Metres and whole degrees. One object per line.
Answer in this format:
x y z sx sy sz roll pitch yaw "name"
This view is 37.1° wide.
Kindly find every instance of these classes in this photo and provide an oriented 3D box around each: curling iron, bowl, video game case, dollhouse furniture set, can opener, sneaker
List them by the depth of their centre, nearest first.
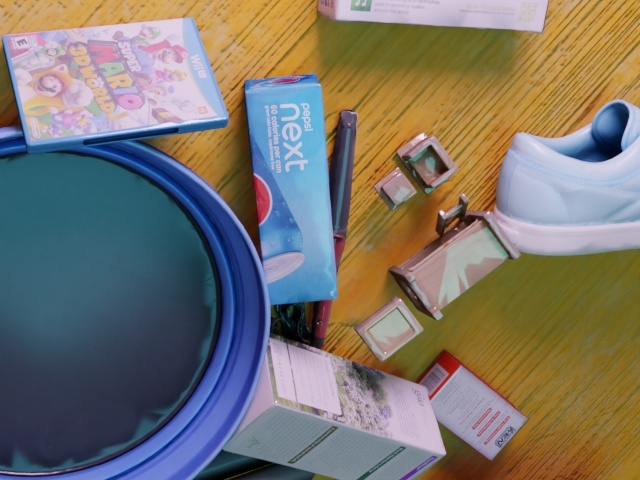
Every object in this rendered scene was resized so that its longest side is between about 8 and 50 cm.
-0.173 -0.134 0.805 0.166 0.119 0.015 -10 151 -20 "video game case"
-0.242 0.083 0.865 0.391 0.077 0.391 -6 110 -18 "bowl"
0.000 0.000 0.980 0.068 0.035 0.274 7 109 -27 "curling iron"
-0.143 0.270 1.004 0.280 0.074 0.093 -17 151 -21 "can opener"
0.081 0.004 1.007 0.182 0.101 0.161 -37 96 -4 "dollhouse furniture set"
0.366 -0.081 1.051 0.366 0.135 0.150 -10 120 -20 "sneaker"

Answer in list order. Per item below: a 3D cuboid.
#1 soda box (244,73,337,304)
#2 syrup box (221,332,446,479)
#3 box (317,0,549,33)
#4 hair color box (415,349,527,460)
-0.027 -0.048 0.908 0.071 0.067 0.210 -5 108 -2 "soda box"
0.012 0.187 1.012 0.237 0.093 0.096 24 126 -33 "syrup box"
0.127 -0.359 0.872 0.232 0.058 0.322 -2 114 -24 "box"
0.177 0.199 1.141 0.141 0.043 0.072 40 92 -31 "hair color box"
